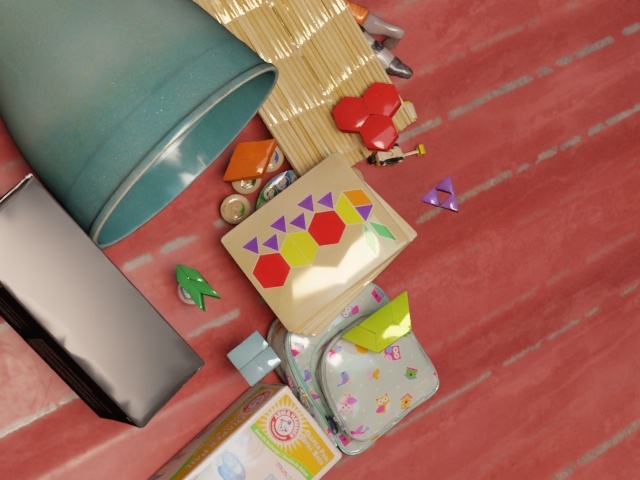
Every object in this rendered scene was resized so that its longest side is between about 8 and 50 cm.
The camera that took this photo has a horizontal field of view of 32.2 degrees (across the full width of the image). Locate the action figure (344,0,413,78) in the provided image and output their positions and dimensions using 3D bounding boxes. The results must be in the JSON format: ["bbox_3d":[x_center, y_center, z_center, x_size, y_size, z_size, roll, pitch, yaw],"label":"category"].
[{"bbox_3d":[-0.017,-0.331,1.321,0.330,0.178,0.341,47,73,-24],"label":"action figure"}]

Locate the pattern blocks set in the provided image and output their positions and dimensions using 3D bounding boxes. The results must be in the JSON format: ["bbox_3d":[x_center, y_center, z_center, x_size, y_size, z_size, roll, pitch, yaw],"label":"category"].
[{"bbox_3d":[0.000,0.000,1.249,0.325,0.026,0.285,-29,80,0],"label":"pattern blocks set"}]

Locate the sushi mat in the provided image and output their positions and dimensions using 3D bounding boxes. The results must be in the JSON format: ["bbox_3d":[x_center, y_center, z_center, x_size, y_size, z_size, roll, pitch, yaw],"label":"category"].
[{"bbox_3d":[-0.031,-0.221,1.258,0.151,0.019,0.316,-32,111,3],"label":"sushi mat"}]

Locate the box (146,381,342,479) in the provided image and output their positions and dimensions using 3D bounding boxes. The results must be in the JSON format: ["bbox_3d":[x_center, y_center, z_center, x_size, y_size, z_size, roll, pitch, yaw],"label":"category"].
[{"bbox_3d":[-0.095,0.268,1.265,0.203,0.103,0.114,-40,102,-22],"label":"box"}]

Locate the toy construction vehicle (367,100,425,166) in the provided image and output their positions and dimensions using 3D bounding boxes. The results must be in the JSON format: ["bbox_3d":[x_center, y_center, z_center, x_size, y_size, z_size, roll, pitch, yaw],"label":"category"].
[{"bbox_3d":[0.082,-0.137,1.423,0.098,0.035,0.086,-16,81,-27],"label":"toy construction vehicle"}]

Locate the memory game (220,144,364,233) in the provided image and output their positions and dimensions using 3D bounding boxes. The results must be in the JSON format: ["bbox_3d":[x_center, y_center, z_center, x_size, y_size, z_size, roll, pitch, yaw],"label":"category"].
[{"bbox_3d":[-0.030,-0.035,1.336,0.186,0.012,0.186,-4,106,-14],"label":"memory game"}]

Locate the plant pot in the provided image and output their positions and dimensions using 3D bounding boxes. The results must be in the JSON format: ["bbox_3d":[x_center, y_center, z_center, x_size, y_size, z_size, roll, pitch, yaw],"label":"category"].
[{"bbox_3d":[-0.229,-0.173,1.174,0.255,0.271,0.271,45,69,1],"label":"plant pot"}]

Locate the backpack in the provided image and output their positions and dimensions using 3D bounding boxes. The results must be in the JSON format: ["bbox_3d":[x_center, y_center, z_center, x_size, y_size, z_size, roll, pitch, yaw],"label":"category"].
[{"bbox_3d":[0.035,0.141,1.317,0.166,0.144,0.188,-34,92,-17],"label":"backpack"}]

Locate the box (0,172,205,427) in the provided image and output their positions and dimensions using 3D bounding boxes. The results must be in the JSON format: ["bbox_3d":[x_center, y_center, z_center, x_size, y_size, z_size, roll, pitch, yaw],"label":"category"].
[{"bbox_3d":[-0.264,0.068,1.165,0.103,0.184,0.261,-45,103,-18],"label":"box"}]
